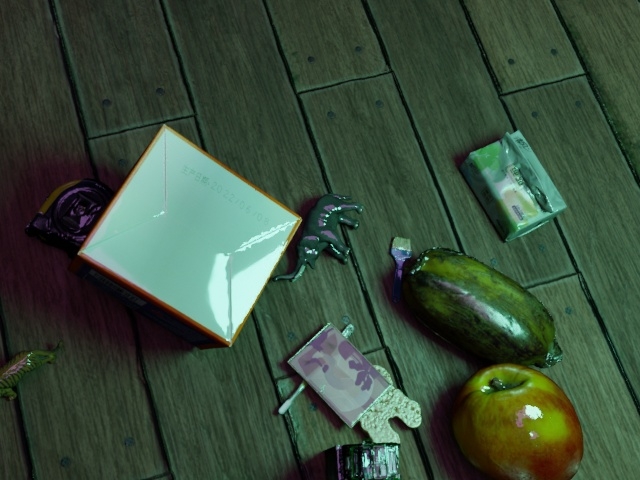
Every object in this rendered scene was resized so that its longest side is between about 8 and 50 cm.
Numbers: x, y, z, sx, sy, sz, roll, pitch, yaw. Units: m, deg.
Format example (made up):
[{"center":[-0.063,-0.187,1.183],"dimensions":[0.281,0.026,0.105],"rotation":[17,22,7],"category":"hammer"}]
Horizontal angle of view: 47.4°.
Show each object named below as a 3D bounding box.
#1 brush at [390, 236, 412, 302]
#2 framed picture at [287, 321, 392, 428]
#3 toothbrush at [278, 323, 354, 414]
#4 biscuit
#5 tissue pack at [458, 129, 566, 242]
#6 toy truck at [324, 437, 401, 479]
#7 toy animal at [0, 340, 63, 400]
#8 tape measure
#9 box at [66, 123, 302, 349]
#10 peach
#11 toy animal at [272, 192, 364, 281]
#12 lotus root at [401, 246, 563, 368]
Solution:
[{"center":[0.188,0.070,1.741],"dimensions":[0.051,0.014,0.164],"rotation":[10,71,-2],"category":"brush"},{"center":[0.043,0.296,1.615],"dimensions":[0.136,0.010,0.201],"rotation":[-41,78,-21],"category":"framed picture"},{"center":[-0.007,0.286,1.634],"dimensions":[0.022,0.026,0.263],"rotation":[42,71,1],"category":"toothbrush"},{"center":[0.110,0.351,1.622],"dimensions":[0.144,0.040,0.236],"rotation":[-38,75,-25],"category":"biscuit"},{"center":[0.477,-0.141,1.781],"dimensions":[0.159,0.145,0.230],"rotation":[-25,76,-14],"category":"tissue pack"},{"center":[0.083,0.451,1.466],"dimensions":[0.121,0.259,0.088],"rotation":[0,71,-8],"category":"toy truck"},{"center":[-0.642,0.284,1.513],"dimensions":[0.241,0.099,0.057],"rotation":[-38,80,-17],"category":"toy animal"},{"center":[-0.537,-0.051,1.639],"dimensions":[0.199,0.112,0.186],"rotation":[28,68,1],"category":"tape measure"},{"center":[-0.287,0.010,1.520],"dimensions":[0.348,0.257,0.319],"rotation":[33,68,-15],"category":"box"},{"center":[0.413,0.403,1.543],"dimensions":[0.280,0.281,0.238],"rotation":[28,31,3],"category":"peach"},{"center":[0.008,0.006,1.706],"dimensions":[0.137,0.082,0.270],"rotation":[26,74,5],"category":"toy animal"},{"center":[0.365,0.158,1.646],"dimensions":[0.397,0.179,0.196],"rotation":[34,72,5],"category":"lotus root"}]
